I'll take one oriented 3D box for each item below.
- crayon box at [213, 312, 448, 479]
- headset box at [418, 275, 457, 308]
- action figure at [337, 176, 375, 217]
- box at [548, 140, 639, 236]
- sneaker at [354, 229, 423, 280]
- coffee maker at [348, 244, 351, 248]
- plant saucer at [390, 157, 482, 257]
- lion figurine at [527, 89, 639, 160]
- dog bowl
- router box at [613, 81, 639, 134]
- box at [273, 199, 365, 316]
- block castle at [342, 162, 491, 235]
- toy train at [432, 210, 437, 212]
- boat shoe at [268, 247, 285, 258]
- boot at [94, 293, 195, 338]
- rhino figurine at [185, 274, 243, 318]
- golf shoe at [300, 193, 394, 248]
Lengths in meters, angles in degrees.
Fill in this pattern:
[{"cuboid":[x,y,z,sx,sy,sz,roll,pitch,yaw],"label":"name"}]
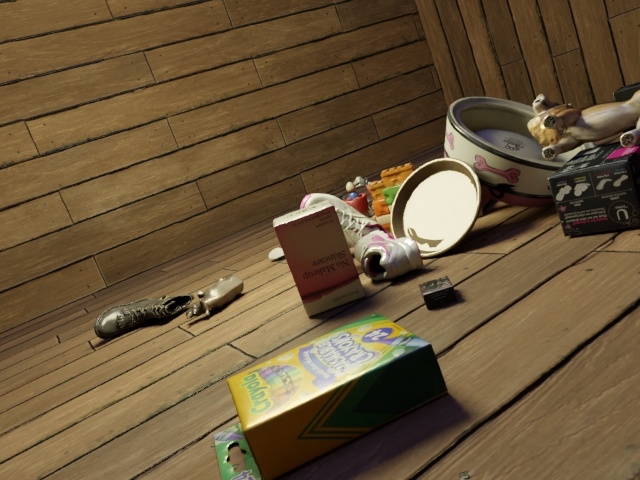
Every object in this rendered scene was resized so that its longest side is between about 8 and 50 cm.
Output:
[{"cuboid":[-0.010,0.221,0.797,0.323,0.083,0.203,-23,11,-13],"label":"crayon box"},{"cuboid":[0.232,0.103,1.084,0.062,0.032,0.083,-19,9,8],"label":"headset box"},{"cuboid":[0.178,-0.156,2.171,0.141,0.163,0.276,19,-24,-38],"label":"action figure"},{"cuboid":[0.625,-0.120,1.191,0.163,0.142,0.247,-12,12,44],"label":"box"},{"cuboid":[0.142,0.040,1.379,0.111,0.102,0.252,-23,10,-22],"label":"sneaker"},{"cuboid":[0.000,0.000,1.653,0.120,0.171,0.178,-33,3,23],"label":"coffee maker"},{"cuboid":[0.301,-0.082,1.431,0.041,0.277,0.278,24,-23,-39],"label":"plant saucer"},{"cuboid":[0.649,-0.277,1.246,0.392,0.142,0.240,3,20,43],"label":"lion figurine"},{"cuboid":[0.526,-0.243,1.507,0.409,0.150,0.407,9,37,-7],"label":"dog bowl"},{"cuboid":[0.861,-0.271,1.237,0.309,0.242,0.081,-9,15,44],"label":"router box"},{"cuboid":[-0.005,0.038,1.301,0.149,0.232,0.127,-21,11,-1],"label":"box"},{"cuboid":[0.319,-0.164,1.787,0.454,0.212,0.303,-13,13,34],"label":"block castle"},{"cuboid":[0.290,-0.041,1.535,0.166,0.125,0.046,3,63,56],"label":"toy train"},{"cuboid":[-0.136,0.047,2.036,0.125,0.038,0.046,-20,51,30],"label":"boat shoe"},{"cuboid":[-0.563,0.230,1.759,0.229,0.091,0.263,-12,11,40],"label":"boot"},{"cuboid":[-0.321,0.173,1.651,0.106,0.073,0.243,-17,12,33],"label":"rhino figurine"},{"cuboid":[0.087,-0.046,1.527,0.306,0.115,0.140,25,-6,-32],"label":"golf shoe"}]
